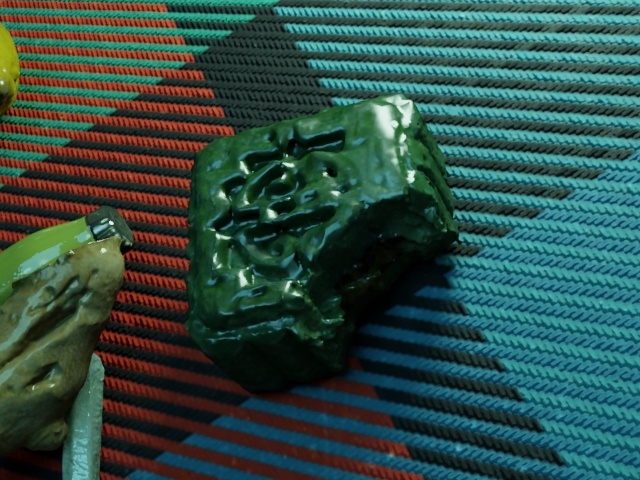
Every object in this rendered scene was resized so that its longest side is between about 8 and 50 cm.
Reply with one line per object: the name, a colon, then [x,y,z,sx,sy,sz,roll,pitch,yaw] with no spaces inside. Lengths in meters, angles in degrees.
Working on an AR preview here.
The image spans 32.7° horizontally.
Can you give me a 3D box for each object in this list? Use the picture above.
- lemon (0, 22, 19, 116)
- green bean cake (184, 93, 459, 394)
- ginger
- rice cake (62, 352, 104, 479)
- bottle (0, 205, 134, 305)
lemon: [-0.566,-0.264,1.660,0.260,0.204,0.204,24,75,29]
green bean cake: [0.000,0.000,1.279,0.308,0.169,0.300,-14,58,16]
ginger: [-0.355,0.135,1.329,0.190,0.126,0.354,33,80,-2]
rice cake: [-0.297,0.254,1.351,0.045,0.042,0.245,-14,58,15]
bottle: [-0.372,0.047,1.456,0.260,0.112,0.112,-32,55,5]
